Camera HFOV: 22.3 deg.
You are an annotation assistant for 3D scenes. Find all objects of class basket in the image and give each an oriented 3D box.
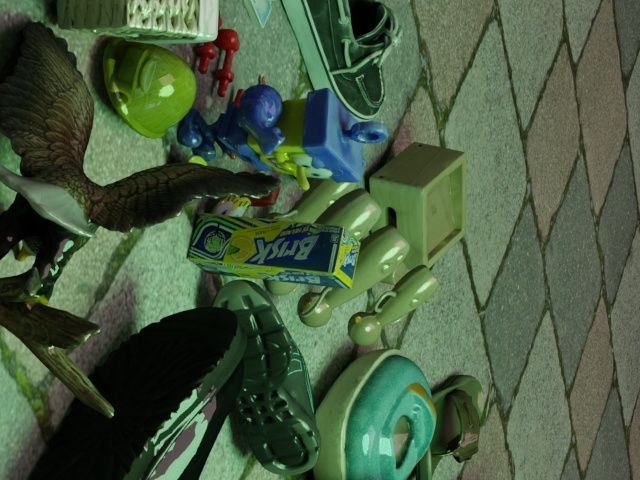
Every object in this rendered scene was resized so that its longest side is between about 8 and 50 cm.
[{"bbox_3d":[-0.162,-0.258,1.426,0.103,0.113,0.167,-6,98,-46],"label":"basket"}]

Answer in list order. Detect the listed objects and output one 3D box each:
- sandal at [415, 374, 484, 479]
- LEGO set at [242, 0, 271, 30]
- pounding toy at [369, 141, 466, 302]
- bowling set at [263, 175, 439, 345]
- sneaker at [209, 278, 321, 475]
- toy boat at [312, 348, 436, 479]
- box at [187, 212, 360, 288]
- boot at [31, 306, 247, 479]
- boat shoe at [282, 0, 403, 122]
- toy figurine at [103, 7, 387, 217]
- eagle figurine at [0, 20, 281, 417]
[{"bbox_3d":[0.207,0.277,2.448,0.303,0.086,0.120,-37,127,-61],"label":"sandal"},{"bbox_3d":[-0.074,-0.365,1.662,0.182,0.060,0.244,-73,146,-55],"label":"LEGO set"},{"bbox_3d":[0.109,-0.007,2.176,0.206,0.094,0.181,-39,135,-48],"label":"pounding toy"},{"bbox_3d":[0.000,0.000,1.896,0.154,0.200,0.287,-40,145,1],"label":"bowling set"},{"bbox_3d":[-0.068,0.140,1.804,0.106,0.101,0.267,-92,170,-53],"label":"sneaker"},{"bbox_3d":[0.095,0.300,2.111,0.267,0.148,0.318,-46,134,-57],"label":"toy boat"},{"bbox_3d":[-0.048,0.011,1.694,0.059,0.169,0.054,41,57,-63],"label":"box"},{"bbox_3d":[-0.150,0.258,1.540,0.348,0.131,0.260,-54,136,-33],"label":"boot"},{"bbox_3d":[0.042,-0.250,1.944,0.306,0.105,0.113,67,35,-47],"label":"boat shoe"},{"bbox_3d":[-0.040,-0.141,1.628,0.362,0.217,0.191,45,53,-61],"label":"toy figurine"},{"bbox_3d":[-0.194,-0.043,1.337,0.298,0.225,0.226,-55,133,-33],"label":"eagle figurine"}]
